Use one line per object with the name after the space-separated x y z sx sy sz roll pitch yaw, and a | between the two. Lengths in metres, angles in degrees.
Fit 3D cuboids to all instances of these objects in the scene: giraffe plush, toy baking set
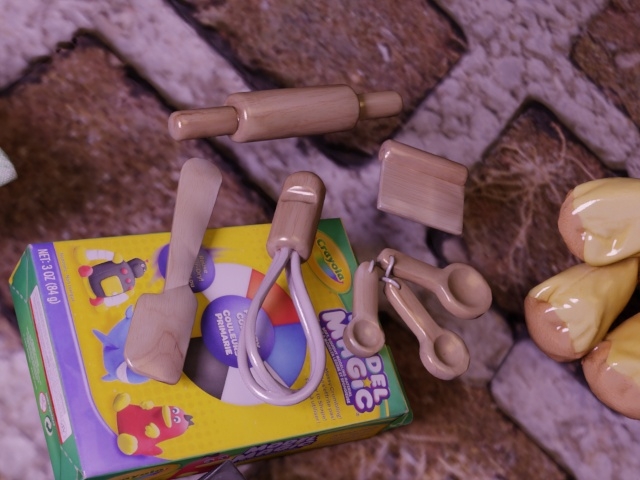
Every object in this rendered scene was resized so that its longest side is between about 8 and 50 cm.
0.253 0.007 0.766 0.181 0.210 0.170 38 19 8 | giraffe plush
-0.001 -0.006 0.632 0.256 0.030 0.196 -5 62 -32 | toy baking set

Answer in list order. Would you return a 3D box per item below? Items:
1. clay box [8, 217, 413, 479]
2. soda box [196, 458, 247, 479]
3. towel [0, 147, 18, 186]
-0.046 0.057 0.622 0.222 0.053 0.127 -7 67 -31 | clay box
-0.093 0.179 0.531 0.169 0.053 0.060 -36 86 -38 | soda box
-0.328 -0.063 0.483 0.248 0.038 0.325 48 40 13 | towel
